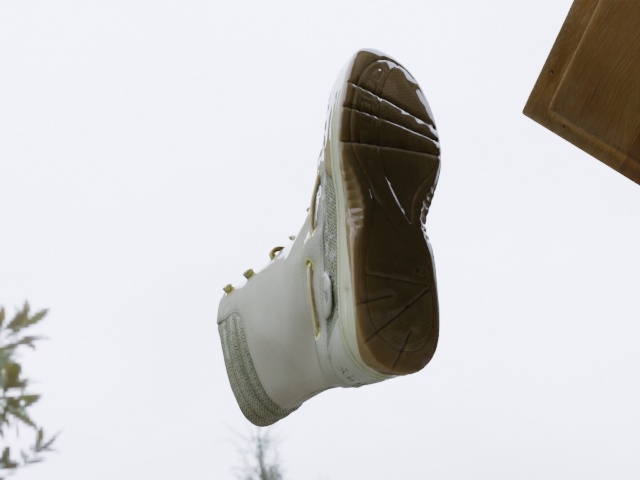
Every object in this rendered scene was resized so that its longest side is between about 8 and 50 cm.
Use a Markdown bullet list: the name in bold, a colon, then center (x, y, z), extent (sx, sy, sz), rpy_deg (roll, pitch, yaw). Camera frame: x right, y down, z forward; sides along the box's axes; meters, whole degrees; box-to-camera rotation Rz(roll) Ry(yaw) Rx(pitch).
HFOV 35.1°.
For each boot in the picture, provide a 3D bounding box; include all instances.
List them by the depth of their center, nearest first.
- **boot**: center (0.000, 0.000, 0.635), extent (0.077, 0.213, 0.165), rpy_deg (16, -29, -29)

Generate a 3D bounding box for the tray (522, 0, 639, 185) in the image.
- **tray**: center (0.265, -0.180, 0.478), extent (0.076, 0.203, 0.410), rpy_deg (-38, -25, -41)
